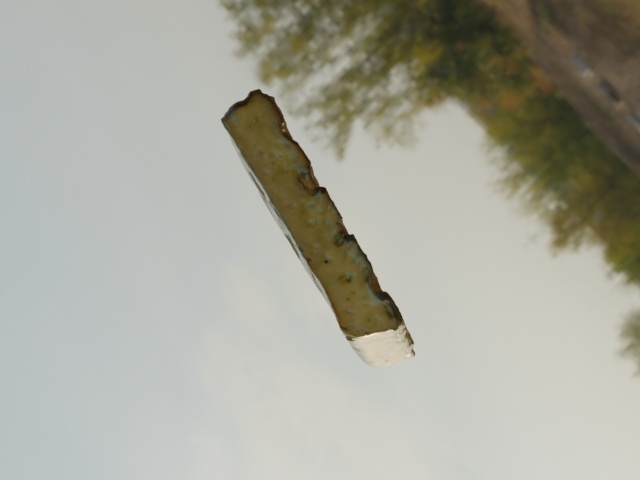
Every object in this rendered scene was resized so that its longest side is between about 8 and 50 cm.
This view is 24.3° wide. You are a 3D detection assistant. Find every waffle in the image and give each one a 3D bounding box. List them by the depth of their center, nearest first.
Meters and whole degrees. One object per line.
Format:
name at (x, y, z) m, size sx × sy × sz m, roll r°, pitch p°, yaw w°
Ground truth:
waffle at (0.000, 0.000, 1.354) m, size 0.247 × 0.055 × 0.221 m, roll 59°, pitch 178°, yaw 13°
